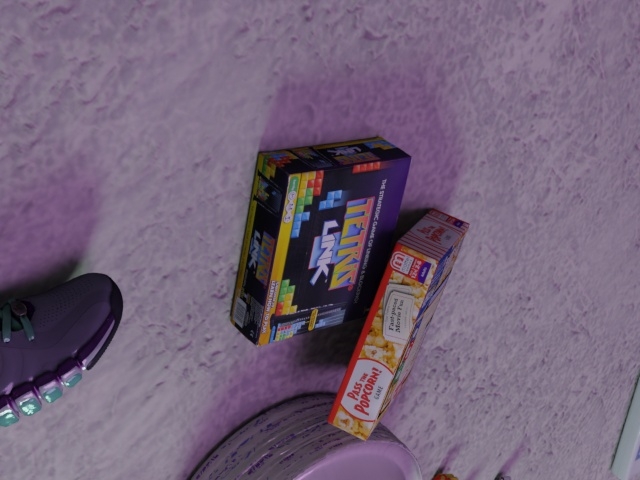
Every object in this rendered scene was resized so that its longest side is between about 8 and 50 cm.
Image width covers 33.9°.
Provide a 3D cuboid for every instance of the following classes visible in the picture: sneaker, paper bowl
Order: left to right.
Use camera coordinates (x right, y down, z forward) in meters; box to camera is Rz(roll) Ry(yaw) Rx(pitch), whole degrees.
[{"bbox_3d":[-0.245,0.082,0.737,0.224,0.083,0.098,-39,133,-15],"label":"sneaker"},{"bbox_3d":[-0.011,0.312,1.073,0.284,0.148,0.284,-24,134,-29],"label":"paper bowl"}]

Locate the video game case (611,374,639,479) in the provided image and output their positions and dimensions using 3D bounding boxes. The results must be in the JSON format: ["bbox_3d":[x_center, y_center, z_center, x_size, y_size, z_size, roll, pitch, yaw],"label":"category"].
[{"bbox_3d":[0.598,0.197,1.650,0.300,0.036,0.328,-20,130,-33],"label":"video game case"}]

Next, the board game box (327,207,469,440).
[{"bbox_3d":[0.078,0.078,1.013,0.147,0.045,0.193,-35,147,-67],"label":"board game box"}]

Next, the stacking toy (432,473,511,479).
[{"bbox_3d":[0.166,0.403,1.383,0.167,0.052,0.221,14,110,-46],"label":"stacking toy"}]

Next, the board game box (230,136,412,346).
[{"bbox_3d":[0.000,0.000,0.932,0.141,0.048,0.170,-11,125,-37],"label":"board game box"}]
